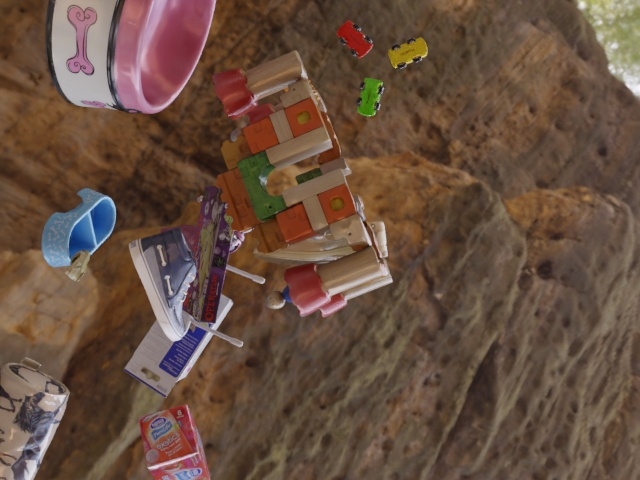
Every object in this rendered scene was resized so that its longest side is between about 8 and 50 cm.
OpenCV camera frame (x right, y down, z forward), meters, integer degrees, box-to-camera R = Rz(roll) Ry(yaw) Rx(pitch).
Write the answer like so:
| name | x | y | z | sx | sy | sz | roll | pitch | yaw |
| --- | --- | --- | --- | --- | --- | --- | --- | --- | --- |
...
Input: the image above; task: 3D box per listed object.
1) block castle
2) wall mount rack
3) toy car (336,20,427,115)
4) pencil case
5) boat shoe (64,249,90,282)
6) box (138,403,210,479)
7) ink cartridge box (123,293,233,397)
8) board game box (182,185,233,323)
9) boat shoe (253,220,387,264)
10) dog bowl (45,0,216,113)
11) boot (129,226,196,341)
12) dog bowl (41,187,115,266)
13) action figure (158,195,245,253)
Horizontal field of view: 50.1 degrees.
| name | x | y | z | sx | sy | sz | roll | pitch | yaw |
| --- | --- | --- | --- | --- | --- | --- | --- | --- | --- |
| block castle | -0.047 | -0.086 | 1.264 | 0.213 | 0.303 | 0.453 | -21 | -99 | 7 |
| wall mount rack | -0.319 | 0.154 | 2.067 | 0.304 | 0.131 | 0.350 | 31 | -74 | 54 |
| toy car | 0.144 | -0.439 | 1.793 | 0.053 | 0.239 | 0.224 | -44 | 149 | -74 |
| pencil case | -0.707 | 0.476 | 1.525 | 0.184 | 0.160 | 0.410 | 17 | -98 | 44 |
| boat shoe | -0.671 | 0.062 | 1.886 | 0.056 | 0.048 | 0.153 | -50 | -155 | 15 |
| box | -0.355 | 0.521 | 1.689 | 0.256 | 0.123 | 0.128 | 91 | -19 | -55 |
| ink cartridge box | -0.458 | 0.309 | 2.225 | 0.370 | 0.176 | 0.069 | -57 | 166 | -15 |
| board game box | -0.289 | 0.030 | 1.793 | 0.208 | 0.056 | 0.346 | -172 | -87 | -69 |
| boat shoe | 0.000 | 0.000 | 1.530 | 0.109 | 0.303 | 0.098 | 143 | -55 | -78 |
| dog bowl | -0.318 | -0.413 | 1.242 | 0.408 | 0.150 | 0.407 | 21 | 90 | -88 |
| boot | -0.231 | 0.073 | 1.098 | 0.086 | 0.190 | 0.069 | -19 | -151 | -5 |
| dog bowl | -0.701 | -0.036 | 2.018 | 0.297 | 0.074 | 0.165 | -63 | 158 | -54 |
| action figure | -0.384 | 0.007 | 2.435 | 0.275 | 0.370 | 0.248 | 87 | -15 | -54 |
